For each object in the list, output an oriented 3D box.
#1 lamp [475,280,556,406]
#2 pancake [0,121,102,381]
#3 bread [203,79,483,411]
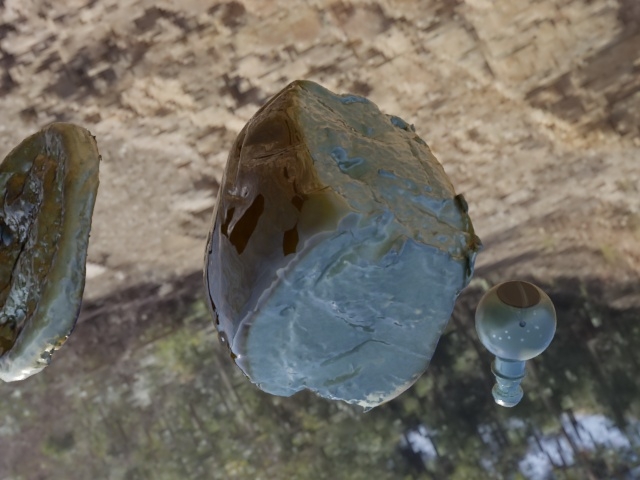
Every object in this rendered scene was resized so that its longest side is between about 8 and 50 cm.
[{"bbox_3d":[0.221,0.125,1.307,0.090,0.163,0.091,-2,-146,1],"label":"lamp"},{"bbox_3d":[-0.390,0.016,1.516,0.065,0.356,0.356,13,152,-37],"label":"pancake"},{"bbox_3d":[0.000,0.000,1.144,0.224,0.279,0.250,11,126,-23],"label":"bread"}]
